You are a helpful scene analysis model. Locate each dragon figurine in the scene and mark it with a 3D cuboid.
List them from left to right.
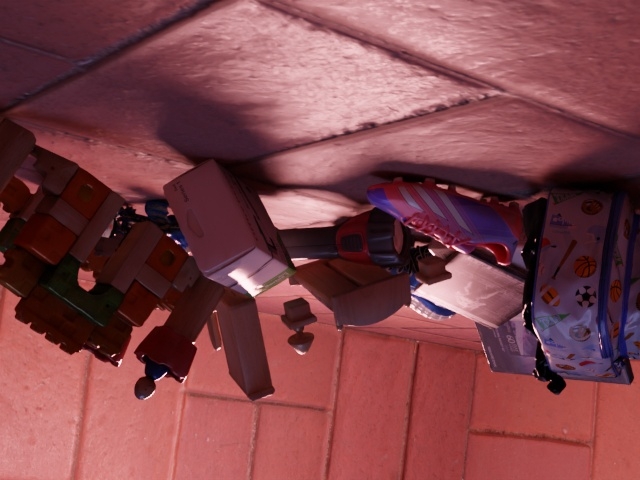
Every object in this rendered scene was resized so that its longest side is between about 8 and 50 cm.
[{"bbox_3d":[-0.277,-0.023,1.953,0.144,0.085,0.289,13,171,-34],"label":"dragon figurine"}]

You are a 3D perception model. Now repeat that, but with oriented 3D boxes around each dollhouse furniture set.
[{"bbox_3d":[0.004,0.119,1.840,0.356,0.173,0.303,-16,-158,-19],"label":"dollhouse furniture set"}]

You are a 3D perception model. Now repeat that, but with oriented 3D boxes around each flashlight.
[{"bbox_3d":[0.000,0.000,1.781,0.304,0.103,0.103,-3,141,28],"label":"flashlight"}]

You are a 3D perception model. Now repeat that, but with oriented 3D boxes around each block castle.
[{"bbox_3d":[-0.390,0.041,1.561,0.453,0.212,0.303,42,157,-31],"label":"block castle"}]

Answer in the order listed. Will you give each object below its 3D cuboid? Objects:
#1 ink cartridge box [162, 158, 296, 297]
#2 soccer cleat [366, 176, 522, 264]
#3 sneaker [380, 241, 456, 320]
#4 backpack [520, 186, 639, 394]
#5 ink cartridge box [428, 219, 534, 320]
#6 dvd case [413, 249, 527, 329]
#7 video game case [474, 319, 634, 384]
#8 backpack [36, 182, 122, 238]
[{"bbox_3d":[-0.134,-0.014,1.624,0.093,0.160,0.219,-29,164,7],"label":"ink cartridge box"},{"bbox_3d":[0.180,-0.029,1.539,0.248,0.095,0.083,11,170,-23],"label":"soccer cleat"},{"bbox_3d":[0.161,0.043,2.002,0.330,0.129,0.147,18,145,-27],"label":"sneaker"},{"bbox_3d":[0.370,0.053,1.445,0.213,0.276,0.263,-3,161,27],"label":"backpack"},{"bbox_3d":[0.353,0.054,1.779,0.275,0.060,0.239,0,148,39],"label":"ink cartridge box"},{"bbox_3d":[0.271,0.082,1.812,0.165,0.018,0.221,25,154,-6],"label":"dvd case"},{"bbox_3d":[0.400,0.161,1.891,0.274,0.196,0.026,1,-146,40],"label":"video game case"},{"bbox_3d":[-0.436,-0.042,1.875,0.152,0.115,0.182,10,168,0],"label":"backpack"}]
